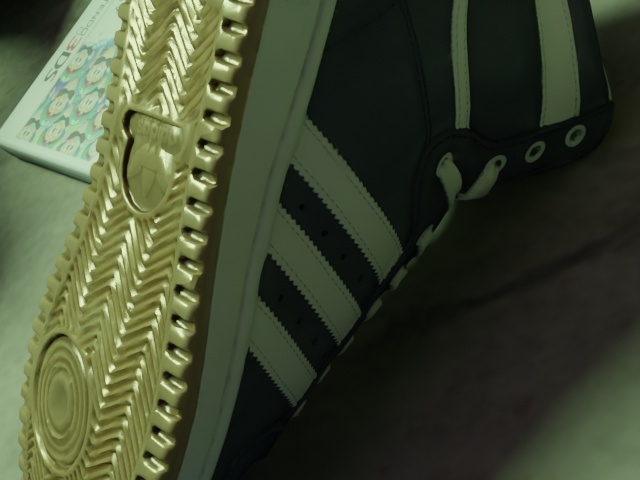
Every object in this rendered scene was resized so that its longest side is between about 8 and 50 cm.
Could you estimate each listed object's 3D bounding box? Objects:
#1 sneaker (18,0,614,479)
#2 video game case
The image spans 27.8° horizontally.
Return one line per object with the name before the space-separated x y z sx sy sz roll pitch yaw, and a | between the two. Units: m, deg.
sneaker | 0.000 0.000 0.434 0.099 0.153 0.282 32 112 48
video game case | -0.078 -0.090 0.623 0.157 0.019 0.143 19 71 48
